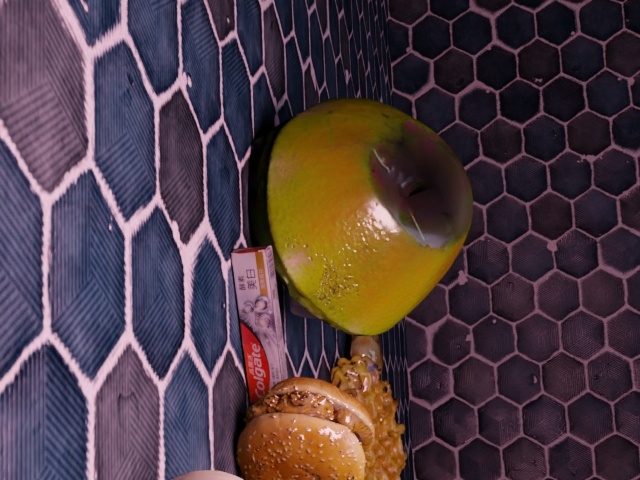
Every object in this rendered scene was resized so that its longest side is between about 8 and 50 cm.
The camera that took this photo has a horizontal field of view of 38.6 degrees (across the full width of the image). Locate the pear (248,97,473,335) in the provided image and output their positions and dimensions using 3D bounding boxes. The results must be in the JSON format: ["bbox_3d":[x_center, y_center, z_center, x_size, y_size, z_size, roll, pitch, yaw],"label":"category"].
[{"bbox_3d":[0.097,-0.061,1.422,0.399,0.165,0.399,17,63,-37],"label":"pear"}]

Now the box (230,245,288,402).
[{"bbox_3d":[-0.083,0.117,1.270,0.039,0.055,0.218,-45,130,-75],"label":"box"}]

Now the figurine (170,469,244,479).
[{"bbox_3d":[-0.087,0.382,0.815,0.204,0.185,0.332,26,-48,61],"label":"figurine"}]

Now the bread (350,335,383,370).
[{"bbox_3d":[0.102,0.236,2.159,0.232,0.088,0.128,-90,178,-47],"label":"bread"}]

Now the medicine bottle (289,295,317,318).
[{"bbox_3d":[0.000,0.000,1.527,0.147,0.147,0.247,61,27,-66],"label":"medicine bottle"}]

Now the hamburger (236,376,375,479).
[{"bbox_3d":[-0.019,0.271,1.211,0.118,0.181,0.191,-86,-176,-56],"label":"hamburger"}]

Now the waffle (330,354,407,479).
[{"bbox_3d":[0.098,0.444,1.940,0.382,0.095,0.380,-85,157,-43],"label":"waffle"}]
